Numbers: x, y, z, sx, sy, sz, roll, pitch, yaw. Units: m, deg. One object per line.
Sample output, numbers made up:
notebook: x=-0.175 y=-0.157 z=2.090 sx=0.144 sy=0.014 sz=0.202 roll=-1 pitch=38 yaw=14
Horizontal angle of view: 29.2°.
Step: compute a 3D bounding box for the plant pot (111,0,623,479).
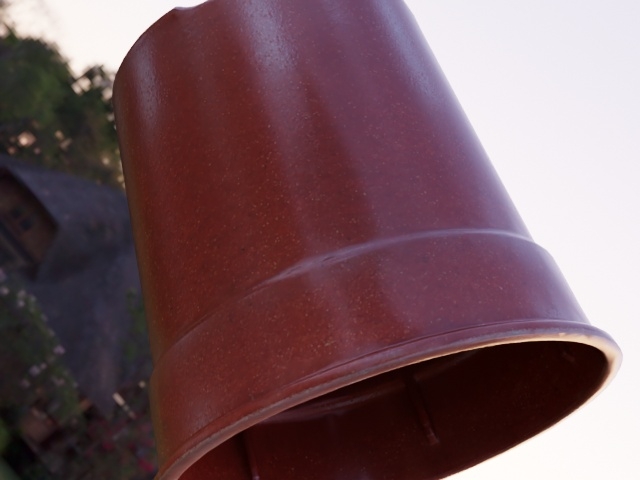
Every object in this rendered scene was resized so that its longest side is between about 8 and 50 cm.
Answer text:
plant pot: x=0.000 y=0.000 z=0.736 sx=0.272 sy=0.273 sz=0.265 roll=76 pitch=-5 yaw=-65
